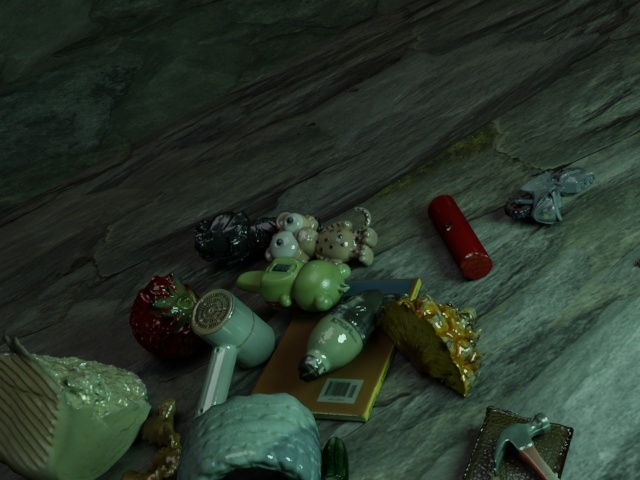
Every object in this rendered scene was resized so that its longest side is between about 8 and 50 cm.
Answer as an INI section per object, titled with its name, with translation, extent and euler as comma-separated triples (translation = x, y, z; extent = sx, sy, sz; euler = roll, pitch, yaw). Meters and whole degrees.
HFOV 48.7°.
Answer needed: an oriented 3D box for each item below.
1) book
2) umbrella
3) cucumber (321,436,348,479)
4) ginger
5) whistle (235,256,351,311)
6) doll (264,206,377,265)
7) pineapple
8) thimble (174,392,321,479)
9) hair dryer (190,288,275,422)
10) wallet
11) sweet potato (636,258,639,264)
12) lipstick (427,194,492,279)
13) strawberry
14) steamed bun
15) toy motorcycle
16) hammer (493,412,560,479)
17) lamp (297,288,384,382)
[book]
translation = 0.032, 0.206, 1.423
extent = 0.263, 0.028, 0.374
euler = -5, 35, 31
[umbrella]
translation = -0.160, -0.023, 1.847
extent = 0.337, 0.128, 0.154
euler = -14, 53, 3
[cucumber]
translation = 0.022, 0.366, 1.157
extent = 0.048, 0.048, 0.105
euler = -18, 28, 11
[ginger]
translation = -0.304, 0.394, 1.347
extent = 0.176, 0.052, 0.193
euler = 6, 49, 42
[whistle]
translation = -0.061, 0.096, 1.528
extent = 0.289, 0.106, 0.131
euler = 0, 40, 33
[doll]
translation = 0.000, 0.002, 1.681
extent = 0.278, 0.119, 0.154
euler = -5, 67, 26
[pineapple]
translation = 0.225, 0.143, 1.273
extent = 0.164, 0.139, 0.250
euler = -24, 33, -14
[thimble]
translation = -0.116, 0.356, 1.112
extent = 0.250, 0.205, 0.172
euler = -36, 27, 16
[hair dryer]
translation = -0.198, 0.288, 1.380
extent = 0.108, 0.173, 0.357
euler = -9, 52, 31
[wallet]
translation = 0.267, 0.351, 1.006
extent = 0.133, 0.039, 0.243
euler = 6, 42, 30
[sweet potato]
translation = 0.693, -0.026, 1.290
extent = 0.255, 0.058, 0.078
euler = -35, 15, -14
[lipstick]
translation = 0.297, -0.014, 1.542
extent = 0.073, 0.073, 0.279
euler = -22, 29, 4
[strawberry]
translation = -0.351, 0.187, 1.604
extent = 0.201, 0.187, 0.184
euler = -37, 43, 37
[steamed bun]
translation = -0.486, 0.339, 1.411
extent = 0.290, 0.273, 0.272
euler = 13, 3, 43
[toy motorcycle]
translation = 0.504, -0.102, 1.525
extent = 0.215, 0.080, 0.122
euler = -29, 29, -16
[hammer]
translation = 0.332, 0.350, 0.927
extent = 0.111, 0.033, 0.287
euler = -21, 38, -14
[lamp]
translation = 0.043, 0.175, 1.349
extent = 0.101, 0.101, 0.250
euler = 4, 36, 40
